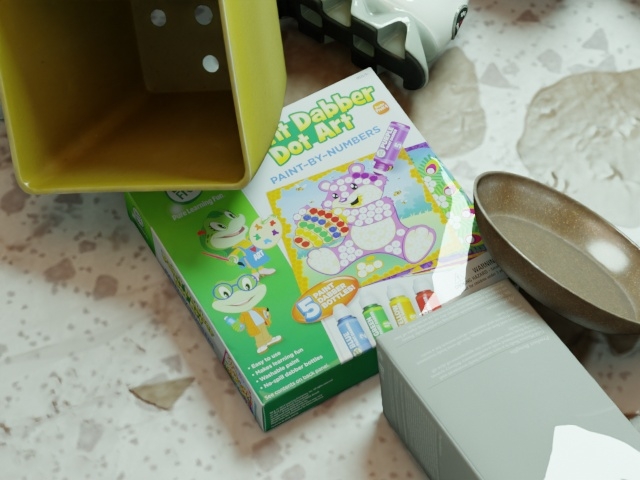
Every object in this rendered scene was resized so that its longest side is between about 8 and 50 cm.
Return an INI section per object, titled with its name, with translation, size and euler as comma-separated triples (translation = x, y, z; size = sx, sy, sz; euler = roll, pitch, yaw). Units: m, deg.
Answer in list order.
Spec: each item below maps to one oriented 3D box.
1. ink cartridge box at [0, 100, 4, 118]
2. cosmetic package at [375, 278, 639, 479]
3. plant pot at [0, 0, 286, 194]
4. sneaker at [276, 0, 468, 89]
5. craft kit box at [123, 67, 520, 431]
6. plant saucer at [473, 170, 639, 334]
[ink cartridge box]
translation = -0.335, -0.272, 1.460
size = 0.117, 0.201, 0.278
euler = -8, 58, 1
[cosmetic package]
translation = 0.150, 0.152, 1.221
size = 0.127, 0.107, 0.238
euler = -21, 49, -14
[plant pot]
translation = -0.134, -0.170, 1.367
size = 0.212, 0.212, 0.187
euler = -1, 20, 21
[sneaker]
translation = -0.011, -0.277, 1.495
size = 0.331, 0.122, 0.146
euler = 31, 75, 5
[craft kit box]
translation = 0.000, 0.000, 1.377
size = 0.250, 0.061, 0.246
euler = -27, 59, -15
[plant saucer]
translation = 0.200, 0.017, 1.321
size = 0.199, 0.036, 0.198
euler = 27, 23, -13
